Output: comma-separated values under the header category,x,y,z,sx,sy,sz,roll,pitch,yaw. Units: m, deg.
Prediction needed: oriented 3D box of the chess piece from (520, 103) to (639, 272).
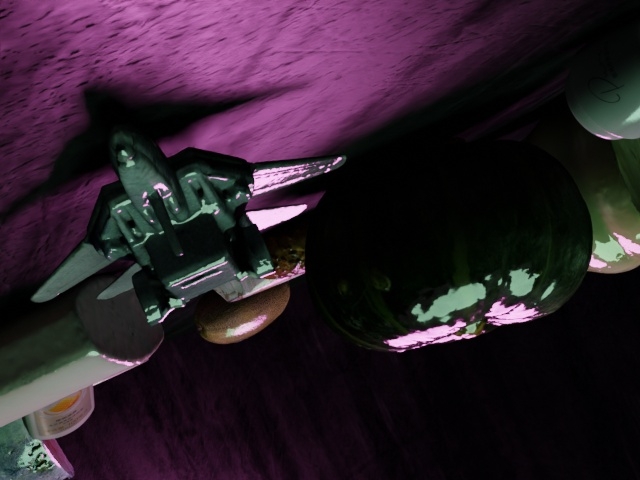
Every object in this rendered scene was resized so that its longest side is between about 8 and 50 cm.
category,x,y,z,sx,sy,sz,roll,pitch,yaw
chess piece,0.223,-0.017,1.640,0.442,0.234,0.234,-23,178,30

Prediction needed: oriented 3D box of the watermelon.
category,x,y,z,sx,sy,sz,roll,pitch,yaw
watermelon,-0.461,0.290,1.768,0.175,0.188,0.322,-32,174,-11

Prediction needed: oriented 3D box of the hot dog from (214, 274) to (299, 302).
category,x,y,z,sx,sy,sz,roll,pitch,yaw
hot dog,-0.059,0.033,1.776,0.192,0.053,0.099,-21,175,1

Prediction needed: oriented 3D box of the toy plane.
category,x,y,z,sx,sy,sz,roll,pitch,yaw
toy plane,-0.076,-0.010,0.687,0.212,0.088,0.267,-24,177,-3

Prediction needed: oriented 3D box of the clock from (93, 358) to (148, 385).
category,x,y,z,sx,sy,sz,roll,pitch,yaw
clock,-0.358,0.187,1.927,0.197,0.068,0.197,-24,177,-1

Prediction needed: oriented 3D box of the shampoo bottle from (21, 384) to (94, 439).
category,x,y,z,sx,sy,sz,roll,pitch,yaw
shampoo bottle,-0.296,0.155,1.428,0.086,0.056,0.227,-28,159,-21

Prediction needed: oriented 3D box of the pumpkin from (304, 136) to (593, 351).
category,x,y,z,sx,sy,sz,roll,pitch,yaw
pumpkin,0.125,-0.001,1.302,0.300,0.207,0.300,-11,175,-1

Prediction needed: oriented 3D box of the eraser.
category,x,y,z,sx,sy,sz,roll,pitch,yaw
eraser,-0.299,0.127,1.214,0.270,0.094,0.174,-24,177,14

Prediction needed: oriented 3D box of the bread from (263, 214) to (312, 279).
category,x,y,z,sx,sy,sz,roll,pitch,yaw
bread,0.000,0.000,1.589,0.193,0.064,0.193,-23,180,0

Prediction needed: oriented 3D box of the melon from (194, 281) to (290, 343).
category,x,y,z,sx,sy,sz,roll,pitch,yaw
melon,-0.121,0.103,2.021,0.162,0.099,0.099,-26,177,-17

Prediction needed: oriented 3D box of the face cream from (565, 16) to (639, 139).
category,x,y,z,sx,sy,sz,roll,pitch,yaw
face cream,0.257,-0.135,1.062,0.091,0.091,0.095,-22,168,-36
